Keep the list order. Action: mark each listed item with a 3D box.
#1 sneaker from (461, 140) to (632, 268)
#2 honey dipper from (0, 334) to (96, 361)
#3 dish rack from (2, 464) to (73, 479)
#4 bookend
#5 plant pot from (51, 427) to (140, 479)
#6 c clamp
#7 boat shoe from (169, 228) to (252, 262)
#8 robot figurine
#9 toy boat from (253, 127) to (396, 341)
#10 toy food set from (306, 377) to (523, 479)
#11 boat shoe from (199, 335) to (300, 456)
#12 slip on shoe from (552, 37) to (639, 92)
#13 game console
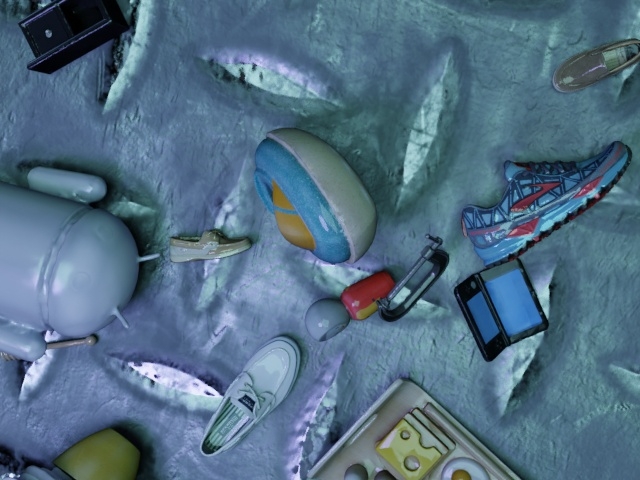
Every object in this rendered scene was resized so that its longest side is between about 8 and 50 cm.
[{"bbox_3d":[0.318,-0.076,1.176,0.262,0.104,0.125,-36,82,6],"label":"sneaker"},{"bbox_3d":[-0.447,0.175,1.356,0.160,0.030,0.030,-9,94,8],"label":"honey dipper"},{"bbox_3d":[-0.358,0.489,1.295,0.333,0.072,0.285,37,140,4],"label":"dish rack"},{"bbox_3d":[-0.408,-0.367,1.279,0.156,0.072,0.157,-25,90,11],"label":"bookend"},{"bbox_3d":[-0.345,0.358,1.316,0.134,0.134,0.095,37,66,4],"label":"plant pot"},{"bbox_3d":[0.133,0.057,1.209,0.022,0.137,0.161,45,106,28],"label":"c clamp"},{"bbox_3d":[-0.175,0.005,1.287,0.135,0.050,0.045,-8,99,10],"label":"boat shoe"},{"bbox_3d":[-0.431,0.027,1.253,0.353,0.200,0.300,16,79,8],"label":"robot figurine"},{"bbox_3d":[0.000,0.000,1.179,0.148,0.267,0.318,-30,119,-10],"label":"toy boat"},{"bbox_3d":[0.160,0.385,1.239,0.306,0.092,0.220,42,100,8],"label":"toy food set"},{"bbox_3d":[-0.108,0.252,1.286,0.083,0.076,0.226,33,99,4],"label":"boat shoe"},{"bbox_3d":[0.400,-0.252,1.178,0.135,0.041,0.051,-17,92,10],"label":"slip on shoe"},{"bbox_3d":[0.269,0.101,1.218,0.071,0.107,0.122,-24,91,39],"label":"game console"}]
